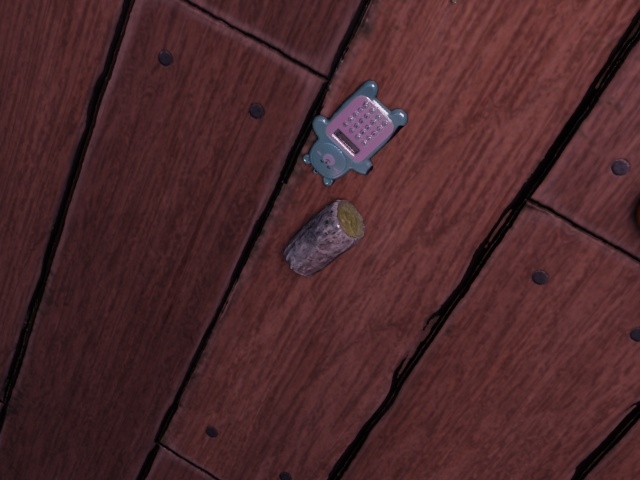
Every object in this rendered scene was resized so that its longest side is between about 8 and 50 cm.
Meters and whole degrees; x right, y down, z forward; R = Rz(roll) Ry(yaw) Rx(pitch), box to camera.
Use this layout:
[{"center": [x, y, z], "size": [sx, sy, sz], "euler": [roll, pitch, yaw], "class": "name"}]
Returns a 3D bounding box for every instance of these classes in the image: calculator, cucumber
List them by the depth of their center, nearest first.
[{"center": [0.036, -0.124, 1.026], "size": [0.094, 0.019, 0.141], "euler": [43, 122, -7], "class": "calculator"}, {"center": [0.002, -0.001, 1.077], "size": [0.064, 0.064, 0.112], "euler": [47, 125, -7], "class": "cucumber"}]

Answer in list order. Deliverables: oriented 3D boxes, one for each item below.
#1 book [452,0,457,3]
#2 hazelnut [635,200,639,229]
[{"center": [0.094, -0.371, 0.847], "size": [0.241, 0.018, 0.170], "euler": [42, 143, -4], "class": "book"}, {"center": [0.379, -0.025, 0.913], "size": [0.086, 0.086, 0.086], "euler": [9, 118, 17], "class": "hazelnut"}]
